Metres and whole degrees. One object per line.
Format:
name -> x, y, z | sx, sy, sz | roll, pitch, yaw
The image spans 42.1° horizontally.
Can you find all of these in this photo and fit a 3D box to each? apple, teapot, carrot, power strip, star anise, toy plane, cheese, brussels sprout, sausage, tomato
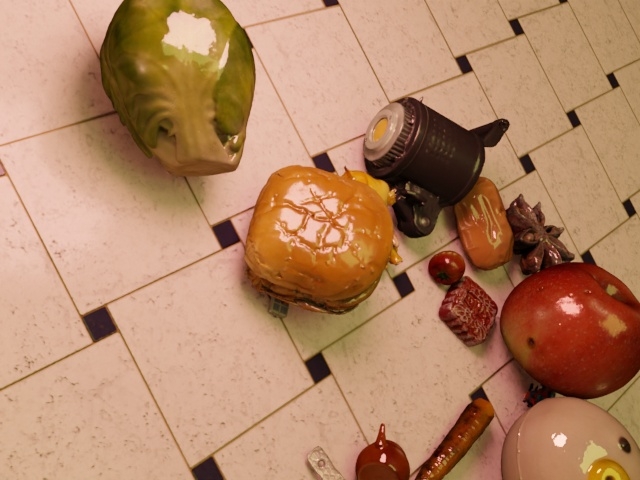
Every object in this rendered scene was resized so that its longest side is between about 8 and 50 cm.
apple -> 0.607, 0.207, 1.977 | 0.348, 0.277, 0.348 | 27, 27, -15
teapot -> 0.130, 0.455, 1.678 | 0.116, 0.116, 0.173 | -27, 117, -41
carrot -> 0.285, 0.455, 1.819 | 0.314, 0.066, 0.066 | -37, 97, -39
power strip -> -0.081, 0.115, 1.697 | 0.040, 0.016, 0.090 | 26, 59, -27
star anise -> 0.549, -0.001, 2.177 | 0.223, 0.109, 0.236 | 54, 36, -1
toy plane -> 0.556, 0.384, 2.058 | 0.130, 0.061, 0.189 | 44, 47, -15
cheese -> 0.057, 0.510, 1.616 | 0.127, 0.054, 0.251 | -34, 88, -20
brussels sprout -> -0.255, -0.292, 1.552 | 0.281, 0.289, 0.354 | -14, 94, -26
sausage -> 0.402, -0.045, 2.068 | 0.136, 0.120, 0.241 | 1, 71, -50
tomato -> 0.302, 0.061, 1.973 | 0.087, 0.087, 0.075 | 46, 49, -14

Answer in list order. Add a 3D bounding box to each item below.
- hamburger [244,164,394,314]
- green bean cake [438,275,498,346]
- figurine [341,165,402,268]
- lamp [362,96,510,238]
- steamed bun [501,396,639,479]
hamburger -> 0.000, 0.000, 1.671 | 0.319, 0.158, 0.318 | 4, 64, -8
green bean cake -> 0.357, 0.168, 1.991 | 0.135, 0.056, 0.135 | 46, 51, -16
figurine -> 0.105, -0.052, 1.851 | 0.156, 0.131, 0.246 | -22, 105, -2
lamp -> 0.240, -0.216, 1.950 | 0.272, 0.205, 0.374 | 44, 62, -21
steamed bun -> 0.566, 0.534, 1.844 | 0.334, 0.334, 0.374 | -14, 85, -40
